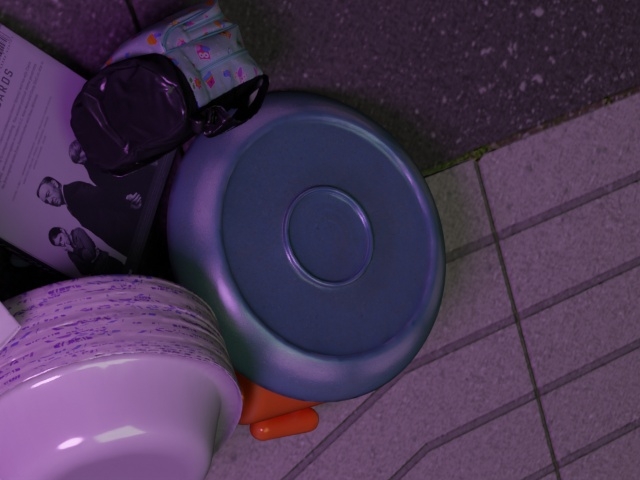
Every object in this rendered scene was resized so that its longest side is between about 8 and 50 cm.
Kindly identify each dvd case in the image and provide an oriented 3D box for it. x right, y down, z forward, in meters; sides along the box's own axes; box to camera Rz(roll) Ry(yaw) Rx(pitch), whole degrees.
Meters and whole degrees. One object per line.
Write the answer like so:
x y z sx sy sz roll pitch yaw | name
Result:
-0.243 -0.067 1.704 0.238 0.029 0.179 33 65 -39 | dvd case

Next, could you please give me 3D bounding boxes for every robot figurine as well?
-0.038 0.110 1.892 0.219 0.128 0.158 -13 72 -33 | robot figurine

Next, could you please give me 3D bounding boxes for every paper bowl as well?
-0.209 0.169 1.686 0.284 0.148 0.284 -16 148 -10 | paper bowl

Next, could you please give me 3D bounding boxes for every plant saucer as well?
0.000 0.000 1.845 0.317 0.043 0.318 8 74 -29 | plant saucer

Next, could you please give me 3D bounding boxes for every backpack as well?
-0.130 -0.145 1.711 0.182 0.152 0.115 -38 107 -52 | backpack

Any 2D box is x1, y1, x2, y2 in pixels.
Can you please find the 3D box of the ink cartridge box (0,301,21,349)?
-0.357 0.028 1.581 0.082 0.190 0.140 -46 127 -16 | ink cartridge box

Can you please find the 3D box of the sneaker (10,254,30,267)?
-0.259 -0.024 1.741 0.098 0.038 0.069 -39 124 -32 | sneaker
